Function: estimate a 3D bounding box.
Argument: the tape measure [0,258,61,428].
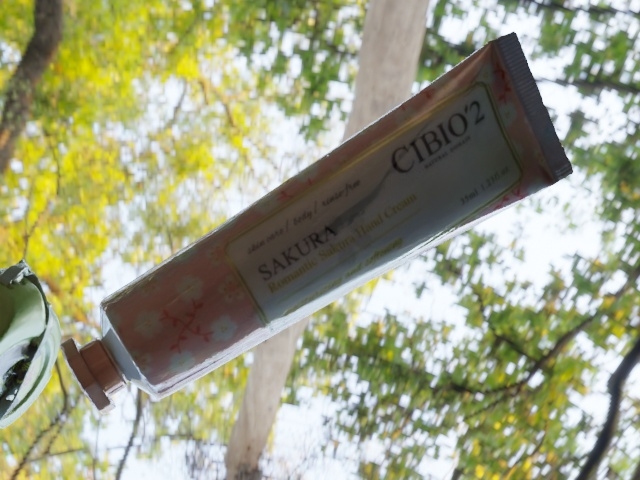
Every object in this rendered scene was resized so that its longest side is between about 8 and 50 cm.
[{"bbox_3d":[-0.343,0.117,1.338,0.106,0.175,0.200,30,-110,20],"label":"tape measure"}]

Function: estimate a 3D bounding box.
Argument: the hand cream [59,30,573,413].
[{"bbox_3d":[0.000,0.000,0.512,0.210,0.067,0.043,-32,-157,-7],"label":"hand cream"}]
